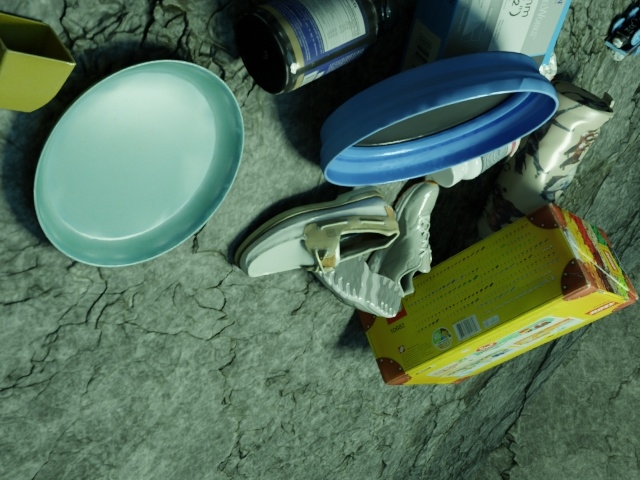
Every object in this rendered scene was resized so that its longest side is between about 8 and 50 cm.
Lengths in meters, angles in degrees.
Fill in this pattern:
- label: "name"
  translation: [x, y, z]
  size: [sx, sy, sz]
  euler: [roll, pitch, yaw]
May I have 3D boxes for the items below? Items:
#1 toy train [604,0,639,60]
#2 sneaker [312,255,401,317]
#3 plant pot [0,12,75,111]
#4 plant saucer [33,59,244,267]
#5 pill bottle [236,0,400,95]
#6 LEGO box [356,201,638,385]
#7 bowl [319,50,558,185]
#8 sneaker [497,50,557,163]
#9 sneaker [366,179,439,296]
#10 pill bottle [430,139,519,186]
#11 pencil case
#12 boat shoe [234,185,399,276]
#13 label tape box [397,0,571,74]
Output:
- label: "toy train"
  translation: [0.755, -0.498, 1.759]
  size: [0.184, 0.080, 0.105]
  euler: [-40, 151, -15]
- label: "sneaker"
  translation: [0.042, 0.081, 1.475]
  size: [0.281, 0.115, 0.105]
  euler: [42, 56, -39]
- label: "plant pot"
  translation: [-0.333, -0.189, 0.811]
  size: [0.081, 0.081, 0.083]
  euler: [0, 133, -49]
- label: "plant saucer"
  translation: [-0.246, -0.105, 1.019]
  size: [0.318, 0.044, 0.317]
  euler: [-30, 141, -28]
- label: "pill bottle"
  translation: [0.002, -0.300, 1.045]
  size: [0.219, 0.123, 0.122]
  euler: [-31, 142, -26]
- label: "LEGO box"
  translation: [0.399, 0.145, 1.673]
  size: [0.500, 0.193, 0.372]
  euler: [-32, 155, 27]
- label: "bowl"
  translation: [0.184, -0.191, 1.211]
  size: [0.391, 0.077, 0.391]
  euler: [-14, 170, -3]
- label: "sneaker"
  translation: [0.425, -0.292, 1.565]
  size: [0.145, 0.090, 0.270]
  euler: [-34, 142, -22]
- label: "sneaker"
  translation: [0.201, 0.002, 1.562]
  size: [0.099, 0.121, 0.262]
  euler: [-6, 126, -47]
- label: "pill bottle"
  translation: [0.307, -0.187, 1.514]
  size: [0.180, 0.108, 0.108]
  euler: [-34, 143, -23]
- label: "pencil case"
  translation: [0.523, -0.168, 1.728]
  size: [0.184, 0.160, 0.410]
  euler: [6, 118, -33]
- label: "boat shoe"
  translation: [0.000, 0.000, 1.311]
  size: [0.302, 0.103, 0.113]
  euler: [-24, 151, -16]
- label: "label tape box"
  translation: [0.327, -0.376, 1.278]
  size: [0.348, 0.115, 0.249]
  euler: [-10, 135, -24]
